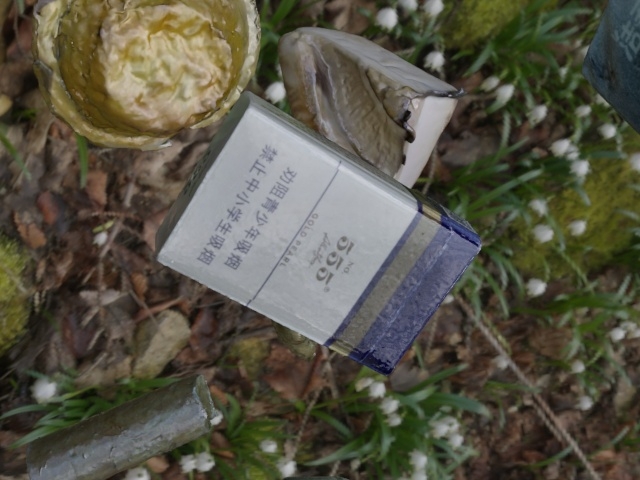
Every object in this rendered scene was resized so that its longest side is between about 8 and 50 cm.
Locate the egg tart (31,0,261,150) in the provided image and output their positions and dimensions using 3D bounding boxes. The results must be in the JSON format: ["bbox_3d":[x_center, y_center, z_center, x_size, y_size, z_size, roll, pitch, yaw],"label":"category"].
[{"bbox_3d":[-0.086,-0.100,0.456,0.128,0.049,0.129,-16,127,-22],"label":"egg tart"}]

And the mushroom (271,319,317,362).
[{"bbox_3d":[-0.059,0.117,1.742,0.212,0.217,0.292,-11,63,-43],"label":"mushroom"}]

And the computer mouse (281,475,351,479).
[{"bbox_3d":[0.058,0.510,1.157,0.429,0.228,0.145,56,12,2],"label":"computer mouse"}]

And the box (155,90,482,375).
[{"bbox_3d":[0.000,0.000,0.798,0.259,0.071,0.168,29,104,-21],"label":"box"}]

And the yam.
[{"bbox_3d":[-0.268,0.269,1.199,0.259,0.093,0.093,-22,86,-7],"label":"yam"}]

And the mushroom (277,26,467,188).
[{"bbox_3d":[0.060,-0.280,1.901,0.397,0.314,0.224,37,32,23],"label":"mushroom"}]

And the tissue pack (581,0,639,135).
[{"bbox_3d":[0.326,-0.111,0.650,0.081,0.185,0.257,-27,64,-18],"label":"tissue pack"}]
